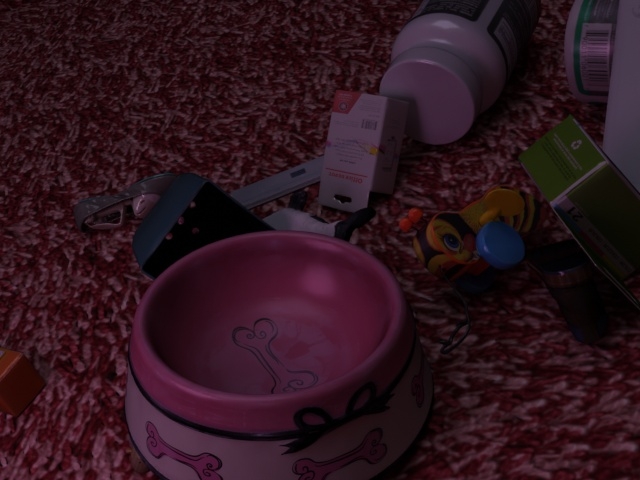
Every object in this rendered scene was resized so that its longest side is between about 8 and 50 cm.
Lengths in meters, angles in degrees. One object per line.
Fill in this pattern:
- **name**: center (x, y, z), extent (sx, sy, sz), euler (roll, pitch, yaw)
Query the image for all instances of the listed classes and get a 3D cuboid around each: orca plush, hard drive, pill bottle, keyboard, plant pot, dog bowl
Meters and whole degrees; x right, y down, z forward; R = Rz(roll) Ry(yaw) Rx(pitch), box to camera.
- **orca plush**: center (0.000, 0.000, 1.502), extent (0.287, 0.102, 0.151), euler (-24, 51, 51)
- **hard drive**: center (0.519, -0.200, 1.403), extent (0.203, 0.040, 0.307), euler (5, 85, 31)
- **pill bottle**: center (0.249, -0.347, 1.743), extent (0.210, 0.210, 0.363), euler (4, 43, 30)
- **pill bottle**: center (0.588, -0.305, 1.528), extent (0.361, 0.204, 0.204), euler (10, 46, 35)
- **keyboard**: center (-0.038, -0.115, 1.757), extent (0.256, 0.014, 0.072), euler (-21, 31, -1)
- **plant pot**: center (-0.195, -0.005, 1.536), extent (0.165, 0.165, 0.234), euler (-54, 25, -2)
- **dog bowl**: center (-0.058, 0.139, 1.245), extent (0.408, 0.150, 0.408), euler (-3, 36, 2)

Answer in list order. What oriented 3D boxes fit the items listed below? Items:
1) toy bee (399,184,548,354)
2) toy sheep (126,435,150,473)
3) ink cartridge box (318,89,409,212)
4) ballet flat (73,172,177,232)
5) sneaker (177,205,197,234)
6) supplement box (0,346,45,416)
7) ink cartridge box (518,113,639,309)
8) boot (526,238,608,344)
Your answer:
- **toy bee**: center (0.200, -0.006, 1.343), extent (0.195, 0.162, 0.298), euler (-47, 0, 29)
- **toy sheep**: center (-0.206, 0.255, 1.296), extent (0.091, 0.091, 0.132), euler (7, 44, 33)
- **ink cartridge box**: center (0.070, -0.146, 1.642), extent (0.115, 0.198, 0.067), euler (16, 8, 40)
- **ballet flat**: center (-0.356, -0.062, 1.812), extent (0.213, 0.072, 0.068), euler (-17, 64, 7)
- **sneaker**: center (-0.256, -0.032, 1.738), extent (0.057, 0.047, 0.119), euler (-40, 34, 12)
- **supplement box**: center (-0.550, 0.207, 1.538), extent (0.233, 0.078, 0.080), euler (8, 48, 35)
- **ink cartridge box**: center (0.384, -0.021, 1.261), extent (0.097, 0.189, 0.255), euler (-41, 33, 15)
- **boot**: center (0.330, 0.063, 1.304), extent (0.082, 0.106, 0.219), euler (-17, 8, 12)
